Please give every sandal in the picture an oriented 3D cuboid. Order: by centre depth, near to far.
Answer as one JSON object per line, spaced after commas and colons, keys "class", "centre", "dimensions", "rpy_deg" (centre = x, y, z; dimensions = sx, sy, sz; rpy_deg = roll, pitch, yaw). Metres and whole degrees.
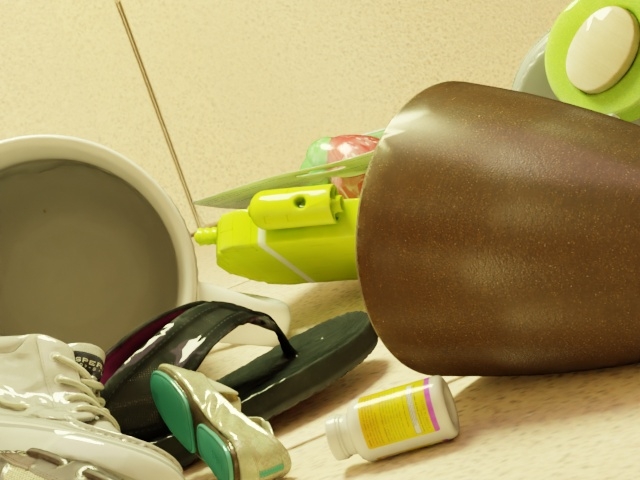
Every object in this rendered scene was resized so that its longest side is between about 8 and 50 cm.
{"class": "sandal", "centre": [-0.154, 0.131, 1.188], "dimensions": [0.446, 0.107, 0.167], "rpy_deg": [-22, 7, -18]}

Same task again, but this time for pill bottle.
{"class": "pill bottle", "centre": [0.047, 0.120, 0.973], "dimensions": [0.083, 0.043, 0.043], "rpy_deg": [-18, 7, 13]}

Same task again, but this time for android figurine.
{"class": "android figurine", "centre": [0.000, 0.000, 1.607], "dimensions": [0.273, 0.056, 0.248], "rpy_deg": [-4, -17, 21]}

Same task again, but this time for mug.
{"class": "mug", "centre": [-0.215, 0.053, 1.500], "dimensions": [0.374, 0.276, 0.328], "rpy_deg": [10, -3, -4]}

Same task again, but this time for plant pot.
{"class": "plant pot", "centre": [0.180, 0.000, 0.997], "dimensions": [0.230, 0.215, 0.215], "rpy_deg": [5, 22, 42]}

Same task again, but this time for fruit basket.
{"class": "fruit basket", "centre": [0.076, -0.081, 1.719], "dimensions": [0.327, 0.165, 0.353], "rpy_deg": [-15, -15, 29]}

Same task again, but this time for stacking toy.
{"class": "stacking toy", "centre": [0.318, -0.159, 1.278], "dimensions": [0.279, 0.309, 0.130], "rpy_deg": [-31, -23, 28]}

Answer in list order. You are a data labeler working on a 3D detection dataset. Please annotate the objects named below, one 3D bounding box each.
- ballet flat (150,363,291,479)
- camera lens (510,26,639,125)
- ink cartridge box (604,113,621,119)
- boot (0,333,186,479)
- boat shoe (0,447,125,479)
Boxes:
{"class": "ballet flat", "centre": [-0.072, 0.135, 1.068], "dimensions": [0.052, 0.057, 0.168], "rpy_deg": [-11, 26, -24]}
{"class": "camera lens", "centre": [0.315, -0.142, 1.557], "dimensions": [0.219, 0.219, 0.274], "rpy_deg": [-17, 7, 18]}
{"class": "ink cartridge box", "centre": [0.162, -0.013, 1.321], "dimensions": [0.224, 0.056, 0.181], "rpy_deg": [-46, 15, -20]}
{"class": "boot", "centre": [-0.184, 0.123, 1.056], "dimensions": [0.258, 0.095, 0.123], "rpy_deg": [6, 51, 31]}
{"class": "boat shoe", "centre": [-0.166, 0.178, 0.907], "dimensions": [0.092, 0.102, 0.285], "rpy_deg": [-17, 9, -29]}
